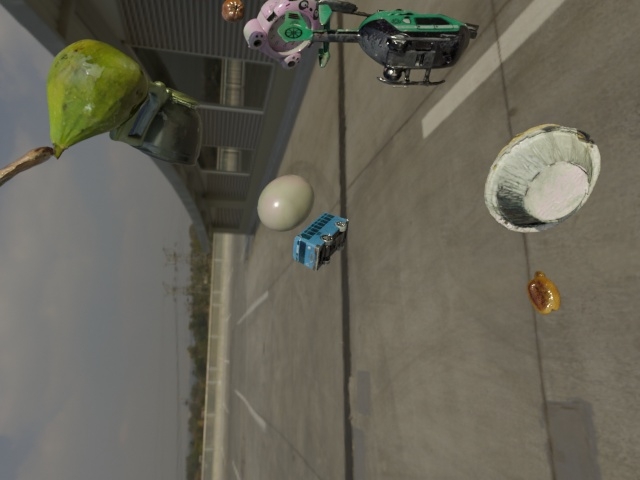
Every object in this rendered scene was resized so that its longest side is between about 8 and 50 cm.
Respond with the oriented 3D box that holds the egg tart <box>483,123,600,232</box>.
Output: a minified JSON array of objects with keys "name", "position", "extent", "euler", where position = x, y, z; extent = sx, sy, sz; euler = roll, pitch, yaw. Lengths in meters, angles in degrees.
[{"name":"egg tart","position":[0.444,-0.110,0.929],"extent":[0.094,0.235,0.233],"euler":[-100,18,-58]}]

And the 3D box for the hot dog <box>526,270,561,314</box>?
[{"name":"hot dog","position":[0.690,0.161,1.465],"extent":[0.090,0.060,0.140],"euler":[-47,49,33]}]

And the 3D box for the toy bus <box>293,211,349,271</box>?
[{"name":"toy bus","position":[0.000,0.000,1.713],"extent":[0.234,0.134,0.116],"euler":[-42,-32,-49]}]

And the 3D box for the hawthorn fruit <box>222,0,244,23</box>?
[{"name":"hawthorn fruit","position":[-0.264,-0.670,1.381],"extent":[0.103,0.067,0.066],"euler":[24,113,52]}]

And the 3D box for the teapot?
[{"name":"teapot","position":[-0.536,-0.397,1.557],"extent":[0.240,0.322,0.239],"euler":[31,105,46]}]

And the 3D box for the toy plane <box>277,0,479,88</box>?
[{"name":"toy plane","position":[0.114,-0.368,0.852],"extent":[0.106,0.383,0.155],"euler":[90,180,-57]}]

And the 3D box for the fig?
[{"name":"fig","position":[-0.619,-0.385,1.238],"extent":[0.233,0.314,0.233],"euler":[38,155,21]}]

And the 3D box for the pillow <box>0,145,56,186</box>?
[{"name":"pillow","position":[-0.564,-0.105,0.822],"extent":[0.034,0.211,0.135],"euler":[59,173,-19]}]

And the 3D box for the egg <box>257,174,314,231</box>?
[{"name":"egg","position":[-0.068,-0.076,0.944],"extent":[0.135,0.103,0.103],"euler":[-50,-12,-35]}]

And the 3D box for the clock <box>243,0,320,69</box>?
[{"name":"clock","position":[-0.108,-0.714,1.566],"extent":[0.248,0.228,0.090],"euler":[-40,60,28]}]
